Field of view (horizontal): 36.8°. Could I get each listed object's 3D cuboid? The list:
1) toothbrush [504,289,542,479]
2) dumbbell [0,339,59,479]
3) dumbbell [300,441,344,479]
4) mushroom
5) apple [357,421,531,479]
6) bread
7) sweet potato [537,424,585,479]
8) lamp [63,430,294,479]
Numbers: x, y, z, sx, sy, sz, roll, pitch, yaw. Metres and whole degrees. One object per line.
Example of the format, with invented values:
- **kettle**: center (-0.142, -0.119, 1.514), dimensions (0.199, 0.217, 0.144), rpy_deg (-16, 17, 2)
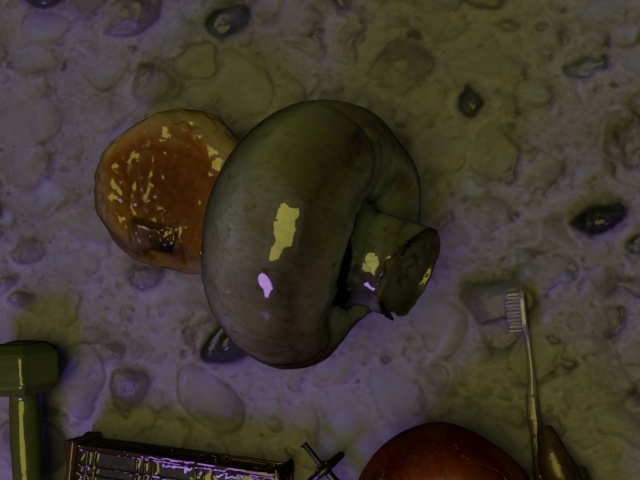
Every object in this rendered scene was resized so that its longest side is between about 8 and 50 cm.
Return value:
- **toothbrush**: center (0.281, 0.243, 1.289), dimensions (0.029, 0.024, 0.354), rpy_deg (-8, 88, 21)
- **dumbbell**: center (-0.434, 0.299, 1.420), dimensions (0.121, 0.108, 0.302), rpy_deg (-4, 89, 13)
- **dumbbell**: center (0.024, 0.337, 1.327), dimensions (0.069, 0.069, 0.147), rpy_deg (-42, 82, 10)
- **mushroom**: center (0.000, 0.000, 1.191), dimensions (0.260, 0.352, 0.352), rpy_deg (24, 95, 23)
- **apple**: center (0.160, 0.370, 1.229), dimensions (0.251, 0.206, 0.272), rpy_deg (-28, 85, 0)
- **bread**: center (-0.191, -0.064, 1.353), dimensions (0.244, 0.134, 0.244), rpy_deg (1, 92, 16)
- **sweet potato**: center (0.331, 0.359, 1.245), dimensions (0.077, 0.077, 0.244), rpy_deg (-9, 93, 14)
- **lamp**: center (-0.204, 0.340, 1.375), dimensions (0.325, 0.090, 0.089), rpy_deg (6, 90, 13)
